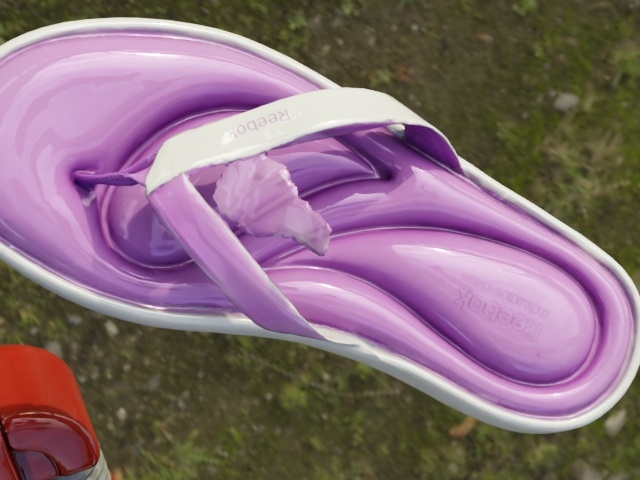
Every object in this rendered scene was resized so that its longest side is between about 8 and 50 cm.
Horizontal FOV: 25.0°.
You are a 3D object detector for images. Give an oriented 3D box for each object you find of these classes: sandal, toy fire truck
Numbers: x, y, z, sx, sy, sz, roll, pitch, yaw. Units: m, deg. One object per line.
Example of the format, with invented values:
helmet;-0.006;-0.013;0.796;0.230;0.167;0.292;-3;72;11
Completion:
sandal;0.004;-0.015;0.778;0.416;0.102;0.169;18;81;-14
toy fire truck;-0.165;0.175;1.008;0.246;0.158;0.217;-19;130;-11
